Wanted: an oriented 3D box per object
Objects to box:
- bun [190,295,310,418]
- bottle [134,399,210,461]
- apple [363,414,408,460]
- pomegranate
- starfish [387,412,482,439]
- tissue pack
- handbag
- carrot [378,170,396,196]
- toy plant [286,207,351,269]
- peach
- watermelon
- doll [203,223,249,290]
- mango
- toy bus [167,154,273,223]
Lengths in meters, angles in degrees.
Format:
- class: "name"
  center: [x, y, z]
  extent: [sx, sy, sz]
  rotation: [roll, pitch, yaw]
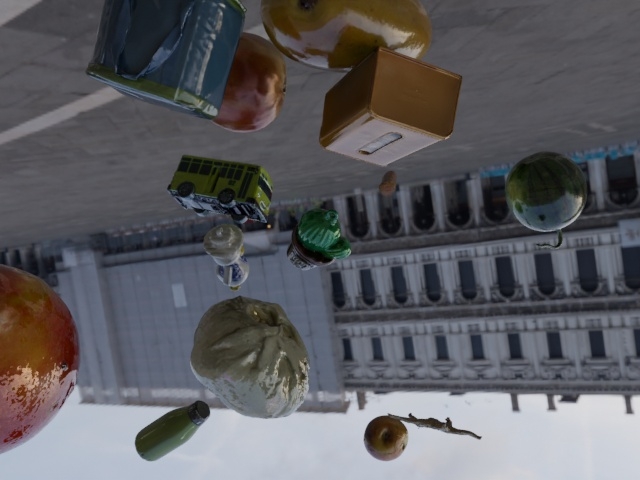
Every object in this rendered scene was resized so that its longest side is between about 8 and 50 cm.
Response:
- class: "bun"
  center: [-0.163, 0.293, 1.522]
  extent: [0.219, 0.365, 0.365]
  rotation: [-46, 172, 16]
- class: "bottle"
  center: [-0.457, 0.589, 1.779]
  extent: [0.260, 0.112, 0.112]
  rotation: [-36, 175, 18]
- class: "apple"
  center: [0.206, 0.628, 1.812]
  extent: [0.147, 0.146, 0.146]
  rotation: [-9, -177, 0]
- class: "pomegranate"
  center: [-0.220, -0.413, 1.463]
  extent: [0.271, 0.251, 0.228]
  rotation: [13, -137, 0]
- class: "starfish"
  center: [0.351, 0.587, 1.818]
  extent: [0.296, 0.047, 0.231]
  rotation: [10, 170, 0]
- class: "tissue pack"
  center: [0.132, -0.267, 1.199]
  extent: [0.195, 0.145, 0.274]
  rotation: [15, 169, -18]
- class: "handbag"
  center: [-0.295, -0.384, 1.105]
  extent: [0.263, 0.240, 0.222]
  rotation: [20, -176, 10]
- class: "carrot"
  center: [0.196, -0.170, 1.634]
  extent: [0.048, 0.048, 0.139]
  rotation: [-8, -158, 14]
- class: "toy plant"
  center: [0.000, 0.000, 1.309]
  extent: [0.200, 0.143, 0.105]
  rotation: [-42, -169, 48]
- class: "peach"
  center: [-0.646, 0.235, 1.062]
  extent: [0.389, 0.387, 0.388]
  rotation: [-9, -177, 0]
- class: "watermelon"
  center: [0.423, -0.073, 1.060]
  extent: [0.141, 0.187, 0.140]
  rotation: [-21, -157, 9]
- class: "doll"
  center: [-0.269, 0.050, 1.690]
  extent: [0.119, 0.138, 0.293]
  rotation: [11, 146, 12]
- class: "mango"
  center: [0.073, -0.489, 1.274]
  extent: [0.446, 0.232, 0.300]
  rotation: [-3, -159, -44]
- class: "toy bus"
  center: [-0.262, -0.143, 1.551]
  extent: [0.262, 0.149, 0.128]
  rotation: [10, 160, 17]
